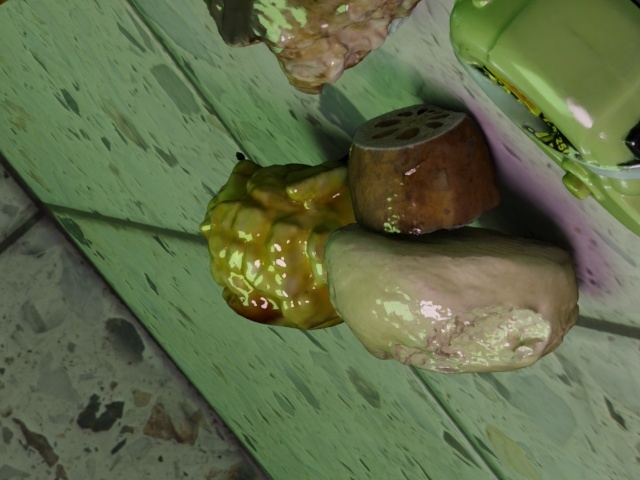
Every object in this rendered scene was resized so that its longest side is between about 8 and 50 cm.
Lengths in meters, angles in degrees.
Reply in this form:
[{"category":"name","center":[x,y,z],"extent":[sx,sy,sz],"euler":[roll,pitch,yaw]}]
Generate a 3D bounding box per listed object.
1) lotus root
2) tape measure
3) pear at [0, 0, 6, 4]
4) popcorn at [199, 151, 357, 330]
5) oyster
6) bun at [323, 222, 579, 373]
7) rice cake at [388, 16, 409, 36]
[{"category":"lotus root","center":[0.074,-0.053,1.385],"extent":[0.122,0.112,0.081],"euler":[26,134,61]},{"category":"tape measure","center":[0.158,-0.100,1.054],"extent":[0.200,0.106,0.175],"euler":[47,179,10]},{"category":"pear","center":[-0.371,-0.335,1.635],"extent":[0.281,0.280,0.281],"euler":[44,165,15]},{"category":"popcorn","center":[-0.002,0.001,1.659],"extent":[0.189,0.218,0.169],"euler":[3,90,48]},{"category":"oyster","center":[-0.006,-0.204,1.155],"extent":[0.166,0.110,0.341],"euler":[47,148,12]},{"category":"bun","center":[0.101,0.048,1.411],"extent":[0.210,0.116,0.237],"euler":[7,-171,13]},{"category":"rice cake","center":[-0.015,-0.240,1.303],"extent":[0.211,0.038,0.124],"euler":[43,164,16]}]
